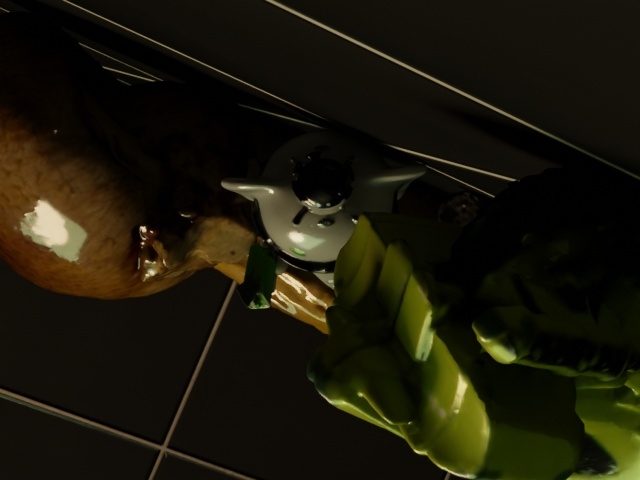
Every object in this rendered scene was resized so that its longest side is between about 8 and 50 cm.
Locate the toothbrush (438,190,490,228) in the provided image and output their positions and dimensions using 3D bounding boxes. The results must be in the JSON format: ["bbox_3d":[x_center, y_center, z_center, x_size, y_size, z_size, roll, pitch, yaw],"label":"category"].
[{"bbox_3d":[0.194,0.018,1.412,0.041,0.041,0.364,24,-179,34],"label":"toothbrush"}]

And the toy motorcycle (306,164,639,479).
[{"bbox_3d":[0.135,0.078,0.815,0.342,0.206,0.142,24,-163,-43],"label":"toy motorcycle"}]

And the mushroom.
[{"bbox_3d":[-0.174,-0.055,1.318,0.283,0.195,0.263,22,165,37],"label":"mushroom"}]

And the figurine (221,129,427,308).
[{"bbox_3d":[0.007,-0.023,1.217,0.147,0.126,0.192,-12,170,4],"label":"figurine"}]

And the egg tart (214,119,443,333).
[{"bbox_3d":[0.000,0.000,1.587,0.388,0.169,0.388,27,179,0],"label":"egg tart"}]
